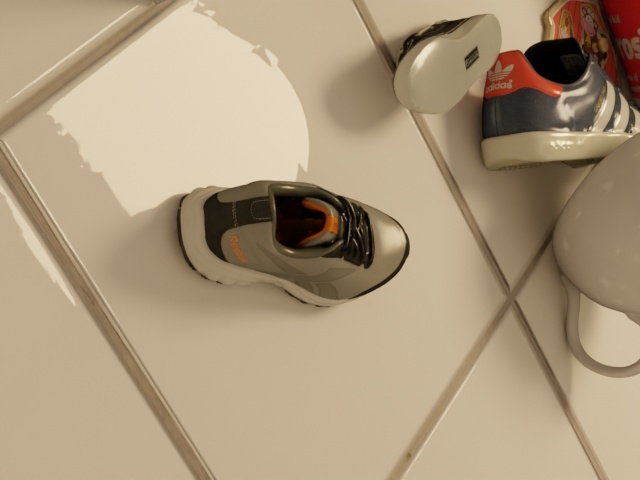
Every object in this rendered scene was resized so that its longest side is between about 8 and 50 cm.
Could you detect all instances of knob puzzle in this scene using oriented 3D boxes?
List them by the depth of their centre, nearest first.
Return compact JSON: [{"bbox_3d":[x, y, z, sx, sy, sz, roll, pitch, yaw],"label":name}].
[{"bbox_3d":[0.348,-0.237,1.749,0.213,0.030,0.213,17,67,-46],"label":"knob puzzle"}]

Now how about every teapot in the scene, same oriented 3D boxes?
[{"bbox_3d":[0.401,0.004,1.555,0.252,0.256,0.187,-27,59,-22],"label":"teapot"}]

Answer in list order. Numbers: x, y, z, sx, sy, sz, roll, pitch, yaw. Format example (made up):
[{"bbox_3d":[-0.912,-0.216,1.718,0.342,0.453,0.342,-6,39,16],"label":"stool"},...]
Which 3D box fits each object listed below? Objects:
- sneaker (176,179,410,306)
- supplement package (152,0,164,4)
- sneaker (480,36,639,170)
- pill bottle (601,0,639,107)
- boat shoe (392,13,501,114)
[{"bbox_3d":[0.000,0.000,1.210,0.271,0.108,0.100,7,73,-50],"label":"sneaker"},{"bbox_3d":[-0.094,-0.337,1.113,0.149,0.203,0.194,37,53,-37],"label":"supplement package"},{"bbox_3d":[0.314,-0.164,1.607,0.350,0.131,0.148,-4,88,-50],"label":"sneaker"},{"bbox_3d":[0.480,-0.341,1.775,0.229,0.229,0.408,-35,108,-49],"label":"pill bottle"},{"bbox_3d":[0.120,-0.186,1.433,0.219,0.070,0.078,-36,123,-53],"label":"boat shoe"}]
